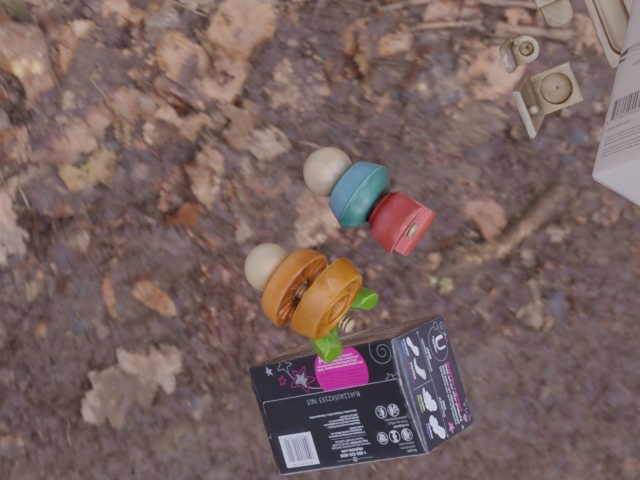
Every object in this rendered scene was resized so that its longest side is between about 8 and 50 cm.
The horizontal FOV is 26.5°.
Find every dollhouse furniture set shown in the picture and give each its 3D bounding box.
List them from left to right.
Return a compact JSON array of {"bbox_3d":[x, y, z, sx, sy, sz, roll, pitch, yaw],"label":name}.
[{"bbox_3d":[0.287,-0.219,1.540,0.151,0.123,0.144,-20,100,19],"label":"dollhouse furniture set"}]

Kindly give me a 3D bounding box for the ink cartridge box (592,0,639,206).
[{"bbox_3d":[0.383,-0.164,1.358,0.100,0.172,0.237,27,67,-24],"label":"ink cartridge box"}]

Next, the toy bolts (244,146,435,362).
[{"bbox_3d":[0.000,0.000,1.571,0.158,0.218,0.228,36,91,16],"label":"toy bolts"}]

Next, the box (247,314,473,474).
[{"bbox_3d":[0.055,0.210,1.836,0.142,0.247,0.163,-20,94,-54],"label":"box"}]
